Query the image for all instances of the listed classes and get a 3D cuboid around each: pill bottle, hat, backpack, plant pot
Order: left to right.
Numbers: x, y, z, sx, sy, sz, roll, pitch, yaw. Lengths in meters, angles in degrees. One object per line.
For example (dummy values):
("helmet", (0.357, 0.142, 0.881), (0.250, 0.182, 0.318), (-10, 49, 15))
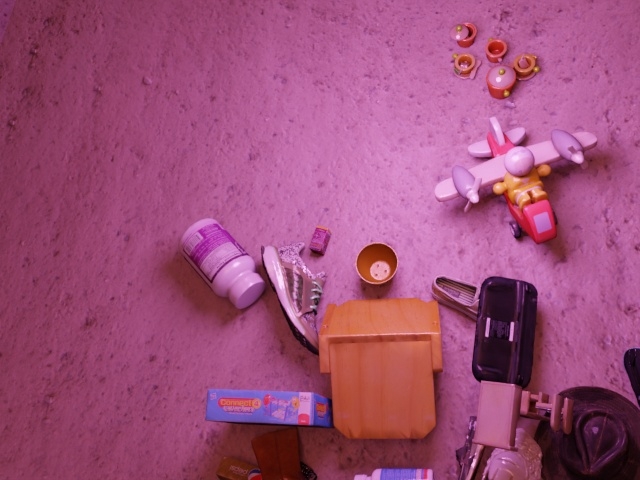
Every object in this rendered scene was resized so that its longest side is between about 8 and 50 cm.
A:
("pill bottle", (-0.321, 0.079, 2.079), (0.169, 0.169, 0.301), (-44, 68, -3))
("plant pot", (0.184, 0.084, 1.995), (0.134, 0.095, 0.134), (-4, 71, 12))
("pill bottle", (0.208, 0.706, 1.767), (0.221, 0.124, 0.124), (-3, 71, 12))
("hat", (0.742, 0.552, 1.687), (0.331, 0.134, 0.331), (-4, 71, 11))
("backpack", (0.913, 0.365, 1.692), (0.144, 0.166, 0.188), (-21, 70, -8))

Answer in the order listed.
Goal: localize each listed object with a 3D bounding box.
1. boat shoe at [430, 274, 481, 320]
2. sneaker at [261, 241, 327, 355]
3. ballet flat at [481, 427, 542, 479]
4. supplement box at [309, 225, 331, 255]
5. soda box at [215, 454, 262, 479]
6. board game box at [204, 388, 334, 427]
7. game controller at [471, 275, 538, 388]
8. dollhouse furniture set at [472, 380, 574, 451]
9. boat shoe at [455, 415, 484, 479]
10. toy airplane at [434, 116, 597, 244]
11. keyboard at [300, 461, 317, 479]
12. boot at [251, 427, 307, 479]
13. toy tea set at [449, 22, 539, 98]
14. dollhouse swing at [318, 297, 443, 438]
("boat shoe", (0.473, 0.186, 1.892), (0.302, 0.094, 0.109), (17, 77, 17))
("sneaker", (-0.048, 0.166, 2.007), (0.182, 0.158, 0.410), (-23, 71, -8))
("ballet flat", (0.479, 0.700, 1.692), (0.147, 0.147, 0.409), (24, 79, 20))
("supplement box", (0.000, 0.000, 2.090), (0.043, 0.055, 0.083), (15, 75, 19))
("soda box", (-0.219, 0.712, 1.894), (0.181, 0.058, 0.061), (12, 54, 17))
("board game box", (-0.133, 0.491, 1.824), (0.308, 0.302, 0.086), (-1, 72, 13))
("game controller", (0.530, 0.261, 1.804), (0.166, 0.067, 0.319), (8, 74, 10))
("dollhouse furniture set", (0.521, 0.479, 1.674), (0.212, 0.242, 0.161), (-4, 68, 45))
("boat shoe", (0.418, 0.606, 1.779), (0.073, 0.080, 0.223), (18, 72, 24))
("toy airplane", (0.592, -0.223, 1.906), (0.384, 0.272, 0.386), (25, 80, 20))
("keyboard", (-0.077, 0.755, 1.845), (0.100, 0.038, 0.192), (29, 70, 17))
("boot", (-0.054, 0.684, 1.844), (0.264, 0.096, 0.280), (-10, 43, -8))
("toy tea set", (0.562, -0.623, 2.125), (0.336, 0.124, 0.200), (37, 84, 21))
("dollhouse swing", (0.191, 0.376, 1.889), (0.347, 0.315, 0.305), (-4, 108, 10))
